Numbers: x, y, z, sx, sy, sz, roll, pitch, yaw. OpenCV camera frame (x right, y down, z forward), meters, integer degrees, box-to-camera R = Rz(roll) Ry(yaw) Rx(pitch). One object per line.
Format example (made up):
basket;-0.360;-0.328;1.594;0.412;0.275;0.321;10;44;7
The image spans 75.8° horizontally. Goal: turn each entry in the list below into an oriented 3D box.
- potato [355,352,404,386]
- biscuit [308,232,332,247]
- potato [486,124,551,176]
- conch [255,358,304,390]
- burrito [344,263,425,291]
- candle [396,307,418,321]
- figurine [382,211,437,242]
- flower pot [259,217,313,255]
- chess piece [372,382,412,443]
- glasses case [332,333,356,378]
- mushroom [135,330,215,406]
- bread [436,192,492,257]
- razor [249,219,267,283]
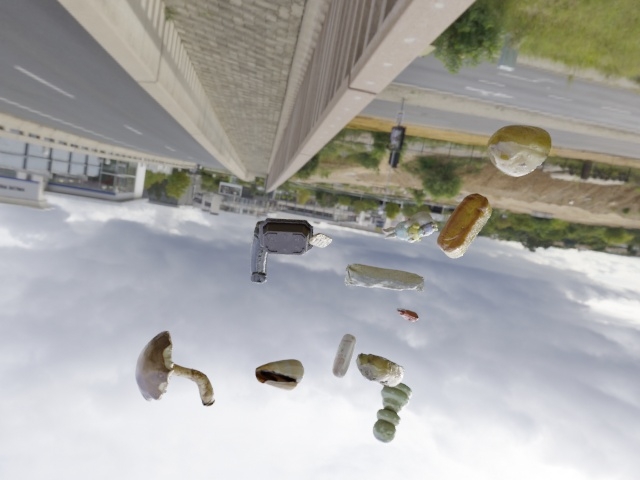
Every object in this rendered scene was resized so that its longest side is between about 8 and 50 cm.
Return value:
potato;0.203;0.458;1.420;0.164;0.080;0.200;-5;148;39
biscuit;0.000;0.000;1.834;0.147;0.071;0.018;23;-147;-56
potato;0.666;-0.329;1.445;0.158;0.178;0.203;10;180;-20
conch;-0.191;0.635;1.934;0.255;0.127;0.158;10;-131;-20
burrito;0.221;0.130;1.402;0.276;0.082;0.059;6;-149;3
candle;0.423;0.361;2.001;0.162;0.053;0.048;26;168;-36
figurine;0.442;-0.049;2.039;0.236;0.127;0.155;-22;-141;-5
flower pot;-0.158;-0.003;1.866;0.251;0.178;0.084;3;-150;2
chess piece;0.293;0.726;1.730;0.133;0.243;0.133;18;143;14
glasses case;0.109;0.532;1.895;0.051;0.204;0.081;24;169;-32
mushroom;-0.513;0.451;1.444;0.208;0.232;0.301;1;156;23
bread;0.506;-0.053;1.441;0.094;0.245;0.102;42;173;-40
razor;-0.327;0.064;2.222;0.107;0.326;0.189;6;-161;-9
